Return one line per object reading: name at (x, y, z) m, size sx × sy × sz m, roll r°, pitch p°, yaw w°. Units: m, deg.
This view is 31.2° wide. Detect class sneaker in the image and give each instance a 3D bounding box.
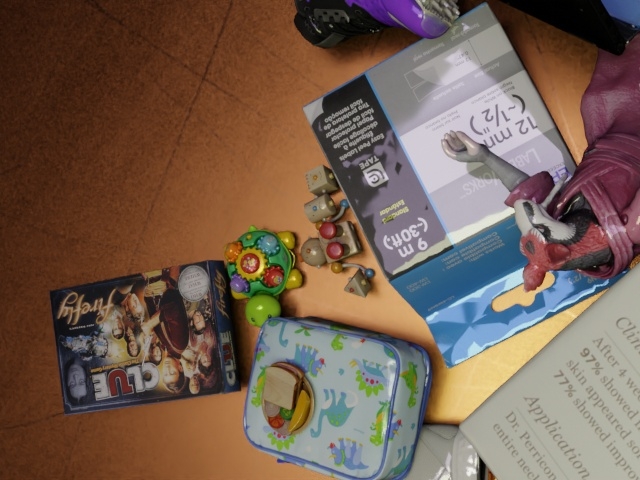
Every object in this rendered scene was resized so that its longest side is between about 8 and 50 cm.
sneaker at (0.045, -0.280, 1.353) m, size 0.146 × 0.102 × 0.293 m, roll -56°, pitch 43°, yaw 16°
sneaker at (0.133, 0.339, 1.334) m, size 0.121 × 0.099 × 0.262 m, roll 1°, pitch 79°, yaw 23°

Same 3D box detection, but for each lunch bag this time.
lunch bag at (0.015, 0.186, 1.341) m, size 0.219 × 0.090 × 0.176 m, roll 9°, pitch 90°, yaw 37°

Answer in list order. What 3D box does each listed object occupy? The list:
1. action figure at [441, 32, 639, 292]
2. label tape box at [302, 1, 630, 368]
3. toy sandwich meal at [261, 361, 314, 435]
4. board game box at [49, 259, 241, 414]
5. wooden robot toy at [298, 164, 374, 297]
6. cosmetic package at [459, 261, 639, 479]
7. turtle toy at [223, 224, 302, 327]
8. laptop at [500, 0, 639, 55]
action figure at (0.310, -0.060, 1.180) m, size 0.370 × 0.248 × 0.276 m, roll -48°, pitch 117°, yaw -27°
label tape box at (0.169, -0.059, 1.330) m, size 0.249 × 0.115 × 0.348 m, roll -28°, pitch 78°, yaw 12°
toy sandwich meal at (-0.042, 0.182, 1.311) m, size 0.085 × 0.029 × 0.086 m, roll -2°, pitch 86°, yaw 36°
board game box at (-0.224, 0.125, 1.445) m, size 0.243 × 0.042 × 0.165 m, roll -11°, pitch 83°, yaw 24°
wooden robot toy at (0.000, 0.000, 1.399) m, size 0.079 × 0.076 × 0.173 m, roll -24°, pitch 80°, yaw 24°
cosmetic package at (0.420, 0.171, 1.067) m, size 0.394 × 0.327 × 0.329 m, roll -45°, pitch 64°, yaw 23°
turtle toy at (-0.075, 0.044, 1.415) m, size 0.095 × 0.066 × 0.130 m, roll -13°, pitch 83°, yaw 15°
laptop at (0.187, -0.379, 1.159) m, size 0.382 × 0.408 × 0.236 m, roll 32°, pitch 95°, yaw 26°
